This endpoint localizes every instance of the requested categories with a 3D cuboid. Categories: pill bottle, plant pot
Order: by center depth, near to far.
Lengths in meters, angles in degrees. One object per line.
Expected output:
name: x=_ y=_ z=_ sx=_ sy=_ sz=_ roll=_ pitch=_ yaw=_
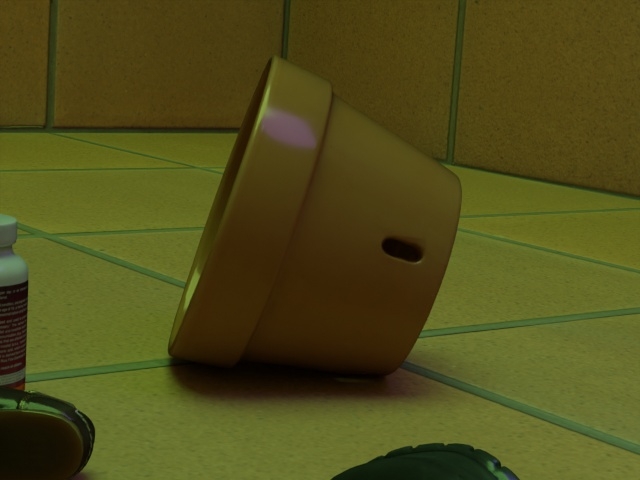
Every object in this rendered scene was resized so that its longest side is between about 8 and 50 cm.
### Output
pill bottle: x=-0.276 y=0.057 z=1.138 sx=0.086 sy=0.152 sz=0.086 roll=4 pitch=9 yaw=-1
plant pot: x=0.000 y=0.000 z=1.320 sx=0.203 sy=0.291 sz=0.291 roll=20 pitch=7 yaw=-8

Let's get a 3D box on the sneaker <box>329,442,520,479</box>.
sneaker: x=0.067 y=0.179 z=0.705 sx=0.130 sy=0.109 sz=0.286 roll=-11 pitch=13 yaw=-33

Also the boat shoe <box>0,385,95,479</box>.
boat shoe: x=-0.257 y=0.128 z=0.974 sx=0.207 sy=0.073 sz=0.073 roll=11 pitch=7 yaw=-1
